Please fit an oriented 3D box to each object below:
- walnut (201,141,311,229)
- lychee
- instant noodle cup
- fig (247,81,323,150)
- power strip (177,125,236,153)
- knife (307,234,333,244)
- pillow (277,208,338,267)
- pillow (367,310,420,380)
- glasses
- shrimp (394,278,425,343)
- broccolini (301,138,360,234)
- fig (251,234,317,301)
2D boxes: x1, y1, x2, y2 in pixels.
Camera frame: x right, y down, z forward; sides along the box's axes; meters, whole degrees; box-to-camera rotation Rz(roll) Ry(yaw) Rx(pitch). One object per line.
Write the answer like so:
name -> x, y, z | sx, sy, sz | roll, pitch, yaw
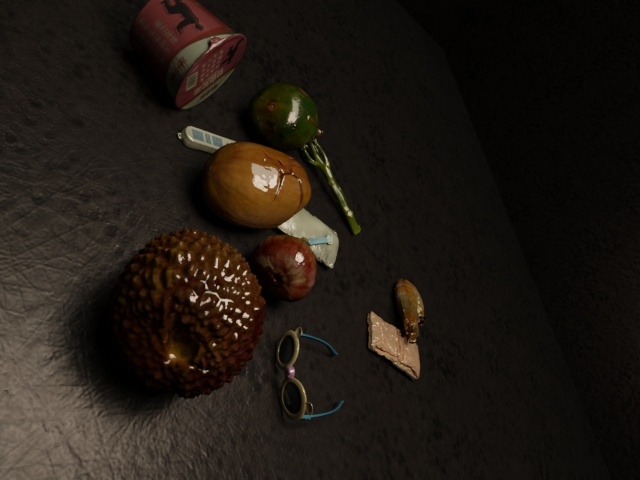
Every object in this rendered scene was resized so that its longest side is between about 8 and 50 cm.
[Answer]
walnut -> -0.136, -0.128, 1.080 | 0.297, 0.203, 0.203 | 0, 66, -43
lychee -> -0.217, 0.112, 0.771 | 0.267, 0.267, 0.267 | 31, 44, -36
instant noodle cup -> -0.314, -0.454, 1.077 | 0.178, 0.235, 0.235 | 46, 36, -5
fig -> -0.087, -0.336, 1.313 | 0.245, 0.195, 0.195 | 25, 47, -56
power strip -> -0.266, -0.239, 1.139 | 0.191, 0.030, 0.048 | 9, 60, -48
knife -> 0.000, 0.000, 1.242 | 0.096, 0.010, 0.027 | -7, 93, -44
pillow -> -0.034, -0.027, 1.262 | 0.229, 0.051, 0.128 | 38, 42, -28
pillow -> 0.221, 0.311, 1.355 | 0.232, 0.043, 0.126 | 38, 35, -25
glasses -> -0.026, 0.314, 1.045 | 0.220, 0.088, 0.190 | 43, 33, -57
shrimp -> 0.296, 0.237, 1.468 | 0.152, 0.063, 0.287 | 49, 26, -27
broccolini -> 0.020, -0.195, 1.461 | 0.392, 0.078, 0.074 | 63, 23, -9
fig -> -0.086, 0.051, 1.095 | 0.160, 0.143, 0.231 | 46, 2, -13
